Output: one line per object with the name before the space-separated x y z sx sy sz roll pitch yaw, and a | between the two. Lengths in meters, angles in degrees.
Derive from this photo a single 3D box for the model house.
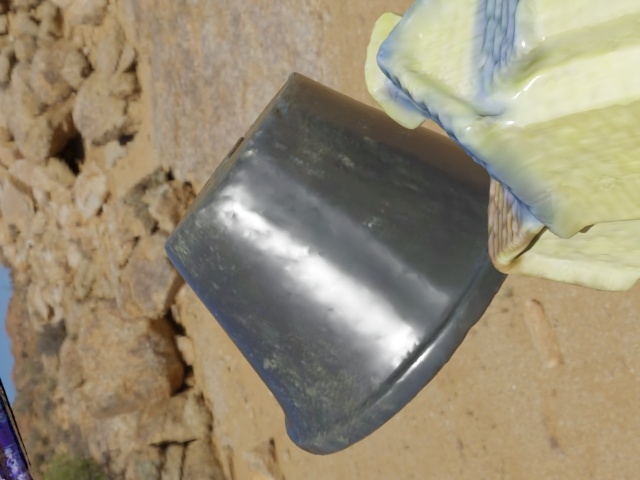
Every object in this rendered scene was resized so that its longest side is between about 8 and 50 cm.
model house | 0.195 -0.121 0.530 0.266 0.321 0.261 -12 58 39

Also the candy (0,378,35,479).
candy | -0.255 0.246 0.645 0.061 0.088 0.313 -7 101 54

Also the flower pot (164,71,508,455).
flower pot | 0.000 0.000 0.827 0.251 0.379 0.379 38 170 -12
